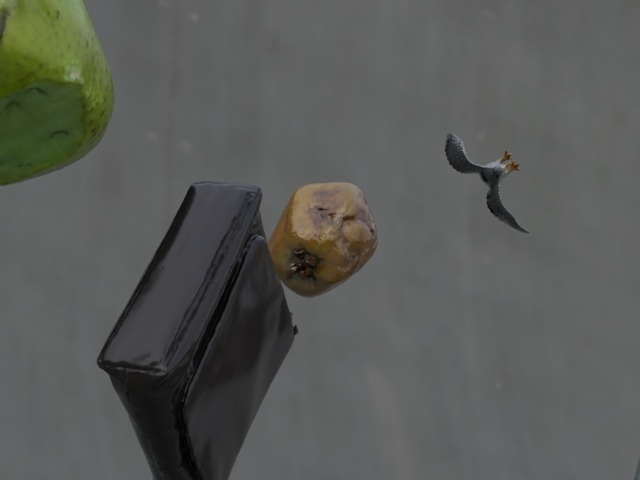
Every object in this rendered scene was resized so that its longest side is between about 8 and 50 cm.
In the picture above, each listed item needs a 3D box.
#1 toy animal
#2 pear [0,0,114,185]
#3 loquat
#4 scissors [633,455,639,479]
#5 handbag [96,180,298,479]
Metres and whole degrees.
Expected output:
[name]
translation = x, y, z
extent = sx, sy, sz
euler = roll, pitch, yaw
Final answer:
[toy animal]
translation = 0.114, -0.043, 1.249
extent = 0.028, 0.050, 0.084
euler = -36, 83, -37
[pear]
translation = -0.315, -0.136, 1.832
extent = 0.292, 0.292, 0.159
euler = 13, 52, -50
[loquat]
translation = 0.000, 0.000, 2.126
extent = 0.113, 0.137, 0.137
euler = 50, 2, -20
[scissors]
translation = 0.389, 0.133, 2.128
extent = 0.029, 0.447, 0.192
euler = 15, 8, 0
[handbag]
translation = -0.103, 0.095, 1.673
extent = 0.080, 0.223, 0.247
euler = 9, 49, 19
